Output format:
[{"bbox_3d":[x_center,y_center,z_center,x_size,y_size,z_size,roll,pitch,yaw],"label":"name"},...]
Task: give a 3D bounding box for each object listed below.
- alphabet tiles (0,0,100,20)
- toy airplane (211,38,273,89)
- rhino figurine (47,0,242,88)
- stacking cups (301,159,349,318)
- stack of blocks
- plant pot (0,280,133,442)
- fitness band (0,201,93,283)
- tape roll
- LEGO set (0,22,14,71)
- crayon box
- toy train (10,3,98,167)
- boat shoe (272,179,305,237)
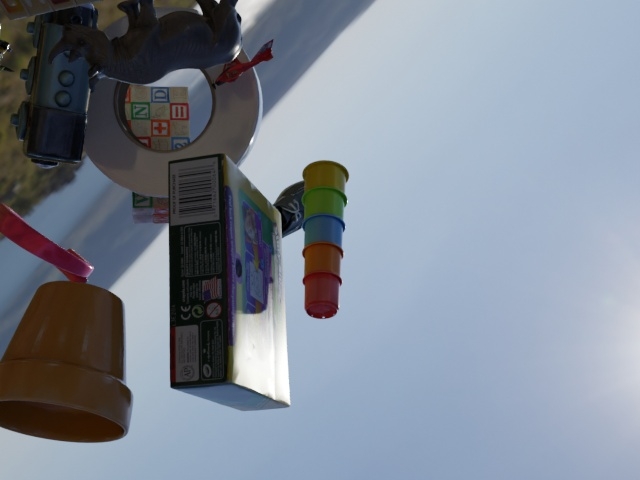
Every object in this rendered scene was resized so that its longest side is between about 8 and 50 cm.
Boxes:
[{"bbox_3d":[-0.432,-0.434,1.243,0.343,0.285,0.011,3,-138,40],"label":"alphabet tiles"},{"bbox_3d":[-0.147,-0.336,1.786,0.151,0.028,0.151,-28,-155,15],"label":"toy airplane"},{"bbox_3d":[-0.205,-0.242,1.112,0.243,0.106,0.073,-18,-177,-17],"label":"rhino figurine"},{"bbox_3d":[0.000,0.000,1.761,0.096,0.096,0.316,-39,-142,48],"label":"stacking cups"},{"bbox_3d":[-0.373,-0.190,2.045,0.087,0.171,0.297,116,-29,-67],"label":"stack of blocks"},{"bbox_3d":[-0.357,0.166,1.307,0.205,0.205,0.187,-37,-139,53],"label":"plant pot"},{"bbox_3d":[-0.560,0.006,1.858,0.054,0.209,0.291,-54,-150,-9],"label":"fitness band"},{"bbox_3d":[-0.311,-0.280,1.896,0.392,0.392,0.072,-47,179,3],"label":"tape roll"},{"bbox_3d":[-0.851,-0.401,2.011,0.192,0.331,0.254,118,-14,-47],"label":"LEGO set"},{"bbox_3d":[-0.147,0.083,1.536,0.106,0.362,0.313,-7,162,12],"label":"crayon box"},{"bbox_3d":[-0.479,-0.293,1.714,0.190,0.142,0.333,26,-74,64],"label":"toy train"},{"bbox_3d":[-0.089,-0.056,2.382,0.319,0.116,0.099,-32,-159,-20],"label":"boat shoe"}]
